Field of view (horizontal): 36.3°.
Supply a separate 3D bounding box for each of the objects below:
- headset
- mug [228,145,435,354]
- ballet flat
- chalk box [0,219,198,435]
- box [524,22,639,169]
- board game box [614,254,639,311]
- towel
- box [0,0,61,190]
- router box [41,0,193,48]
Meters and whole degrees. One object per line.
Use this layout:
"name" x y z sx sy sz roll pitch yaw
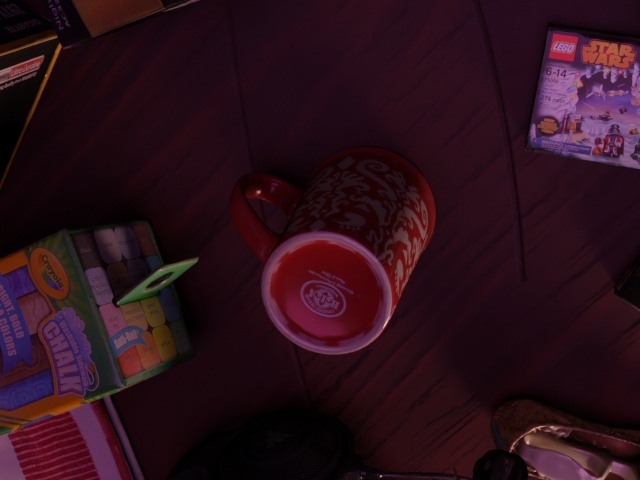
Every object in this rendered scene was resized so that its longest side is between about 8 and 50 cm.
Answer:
"headset" 0.003 0.264 0.820 0.394 0.185 0.243 -32 101 33
"mug" 0.004 0.009 0.729 0.150 0.169 0.113 -5 110 14
"ballet flat" 0.239 0.188 0.800 0.206 0.067 0.073 12 113 8
"chalk box" -0.196 0.066 0.802 0.213 0.132 0.132 -21 87 20
"box" 0.226 -0.102 0.714 0.136 0.027 0.094 10 111 9
"board game box" 0.372 0.060 0.743 0.259 0.030 0.136 34 112 -1
"towel" -0.327 0.264 0.976 0.328 0.037 0.237 -12 108 17
"box" -0.331 -0.037 0.705 0.079 0.322 0.257 33 114 0
"router box" -0.156 -0.294 0.624 0.243 0.081 0.309 2 118 57
